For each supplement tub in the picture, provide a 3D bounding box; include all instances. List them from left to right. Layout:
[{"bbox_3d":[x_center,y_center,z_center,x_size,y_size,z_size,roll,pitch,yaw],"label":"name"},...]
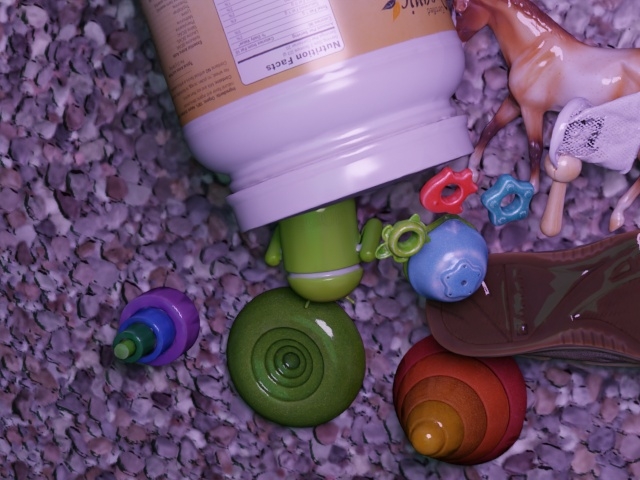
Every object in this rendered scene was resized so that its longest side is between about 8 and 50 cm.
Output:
[{"bbox_3d":[-0.022,-0.184,1.398,0.228,0.228,0.316,-19,91,21],"label":"supplement tub"}]

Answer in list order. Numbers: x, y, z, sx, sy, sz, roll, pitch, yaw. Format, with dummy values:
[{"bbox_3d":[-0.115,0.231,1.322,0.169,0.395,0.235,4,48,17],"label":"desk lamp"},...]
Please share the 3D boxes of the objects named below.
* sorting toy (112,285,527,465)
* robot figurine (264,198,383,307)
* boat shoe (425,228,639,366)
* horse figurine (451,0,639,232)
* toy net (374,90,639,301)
[{"bbox_3d":[-0.015,0.119,1.534,0.365,0.126,0.127,14,107,14],"label":"sorting toy"},{"bbox_3d":[0.000,0.000,1.531,0.101,0.067,0.115,-4,101,22],"label":"robot figurine"},{"bbox_3d":[0.240,0.050,1.449,0.302,0.098,0.109,-4,84,21],"label":"boat shoe"},{"bbox_3d":[0.216,-0.099,1.437,0.263,0.066,0.174,16,109,20],"label":"horse figurine"},{"bbox_3d":[0.147,-0.048,1.384,0.232,0.045,0.122,-42,126,6],"label":"toy net"}]
